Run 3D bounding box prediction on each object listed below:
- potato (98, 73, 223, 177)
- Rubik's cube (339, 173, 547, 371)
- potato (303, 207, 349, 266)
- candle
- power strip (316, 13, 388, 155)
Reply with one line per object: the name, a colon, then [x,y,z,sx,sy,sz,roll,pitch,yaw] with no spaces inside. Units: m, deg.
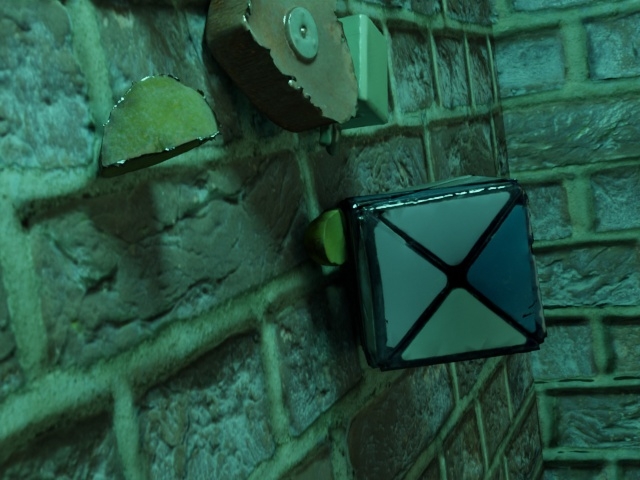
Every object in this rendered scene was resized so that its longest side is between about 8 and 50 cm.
potato: [-0.220,-0.134,1.256,0.172,0.089,0.100,-26,90,-34]
Rubik's cube: [0.208,0.048,1.857,0.305,0.307,0.310,-116,-162,-87]
potato: [0.000,0.000,1.767,0.103,0.066,0.096,-22,101,-66]
candle: [-0.073,-0.311,1.586,0.287,0.131,0.317,-29,102,-60]
power strip: [0.037,-0.265,1.822,0.139,0.140,0.224,31,56,-65]
